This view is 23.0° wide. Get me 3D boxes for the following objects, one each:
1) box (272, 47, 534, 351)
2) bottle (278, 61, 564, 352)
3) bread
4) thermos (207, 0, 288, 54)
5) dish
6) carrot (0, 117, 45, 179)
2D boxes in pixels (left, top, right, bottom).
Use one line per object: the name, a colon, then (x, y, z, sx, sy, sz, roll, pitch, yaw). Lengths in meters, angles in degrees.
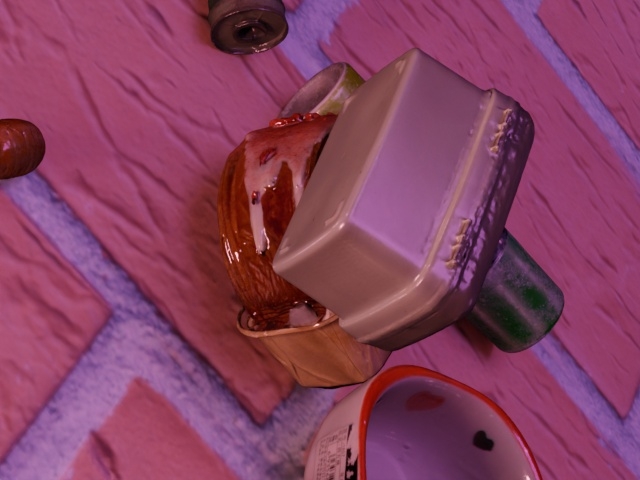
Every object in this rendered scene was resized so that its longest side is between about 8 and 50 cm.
box: (0.066, -0.032, 1.213, 0.129, 0.148, 0.210, 34, 58, -16)
bottle: (0.101, -0.026, 1.503, 0.330, 0.093, 0.093, 44, 41, -21)
bread: (0.000, 0.000, 1.346, 0.212, 0.142, 0.224, 62, 37, -22)
thermos: (-0.074, -0.271, 1.473, 0.083, 0.073, 0.188, 15, 57, -42)
dish: (0.075, 0.236, 1.289, 0.256, 0.117, 0.256, 27, 49, -35)
carrot: (-0.280, -0.061, 1.135, 0.191, 0.047, 0.047, -11, 76, -47)
